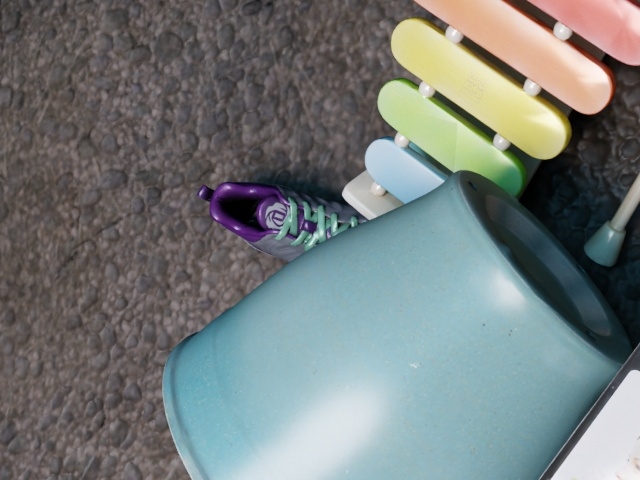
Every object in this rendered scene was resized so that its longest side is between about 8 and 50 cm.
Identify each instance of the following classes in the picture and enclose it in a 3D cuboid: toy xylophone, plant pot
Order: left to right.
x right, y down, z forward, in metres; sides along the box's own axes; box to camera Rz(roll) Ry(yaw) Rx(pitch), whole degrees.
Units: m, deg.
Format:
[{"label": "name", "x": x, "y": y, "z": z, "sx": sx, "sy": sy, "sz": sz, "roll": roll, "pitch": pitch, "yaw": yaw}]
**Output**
[{"label": "plant pot", "x": 0.072, "y": 0.095, "z": 0.931, "sx": 0.255, "sy": 0.272, "sz": 0.271, "roll": -43, "pitch": 63, "yaw": 18}, {"label": "toy xylophone", "x": 0.155, "y": -0.111, "z": 0.972, "sx": 0.236, "sy": 0.081, "sz": 0.322, "roll": 32, "pitch": 125, "yaw": 22}]

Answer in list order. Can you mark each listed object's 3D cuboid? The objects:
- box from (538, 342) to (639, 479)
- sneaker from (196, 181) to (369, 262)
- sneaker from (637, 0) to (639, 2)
[{"label": "box", "x": 0.211, "y": 0.198, "z": 0.900, "sx": 0.087, "sy": 0.169, "sz": 0.290, "roll": 41, "pitch": 103, "yaw": 31}, {"label": "sneaker", "x": 0.000, "y": 0.000, "z": 1.093, "sx": 0.224, "sy": 0.098, "sz": 0.083, "roll": 14, "pitch": 88, "yaw": 31}, {"label": "sneaker", "x": 0.256, "y": -0.226, "z": 0.990, "sx": 0.256, "sy": 0.094, "sz": 0.151, "roll": 37, "pitch": 104, "yaw": 21}]
